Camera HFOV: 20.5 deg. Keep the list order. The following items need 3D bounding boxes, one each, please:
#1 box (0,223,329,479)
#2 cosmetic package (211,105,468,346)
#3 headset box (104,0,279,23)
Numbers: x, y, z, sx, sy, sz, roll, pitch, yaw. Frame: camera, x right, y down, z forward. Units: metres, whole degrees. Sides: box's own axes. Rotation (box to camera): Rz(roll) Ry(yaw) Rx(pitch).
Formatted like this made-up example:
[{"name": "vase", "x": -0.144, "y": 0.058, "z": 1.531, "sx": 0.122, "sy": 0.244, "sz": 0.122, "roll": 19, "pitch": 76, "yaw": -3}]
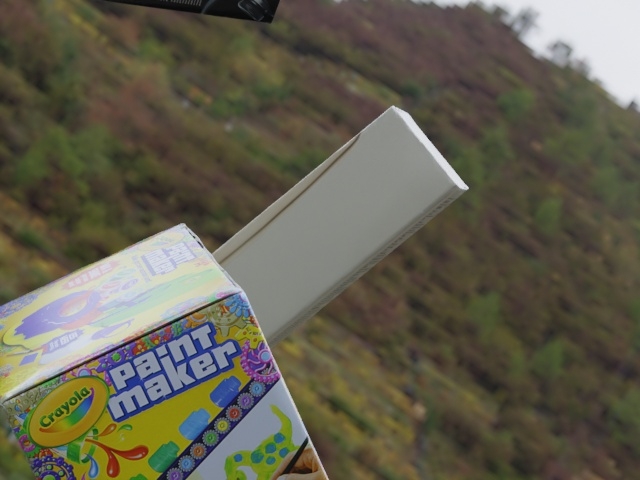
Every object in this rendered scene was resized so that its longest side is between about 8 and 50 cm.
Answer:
[{"name": "box", "x": -0.101, "y": 0.165, "z": 1.290, "sx": 0.290, "sy": 0.177, "sz": 0.279, "roll": -143, "pitch": -151, "yaw": -76}, {"name": "cosmetic package", "x": 0.000, "y": 0.000, "z": 1.866, "sx": 0.113, "sy": 0.309, "sz": 0.160, "roll": 50, "pitch": 6, "yaw": 5}, {"name": "headset box", "x": -0.194, "y": -0.352, "z": 1.827, "sx": 0.283, "sy": 0.131, "sz": 0.246, "roll": 4, "pitch": 34, "yaw": -26}]
